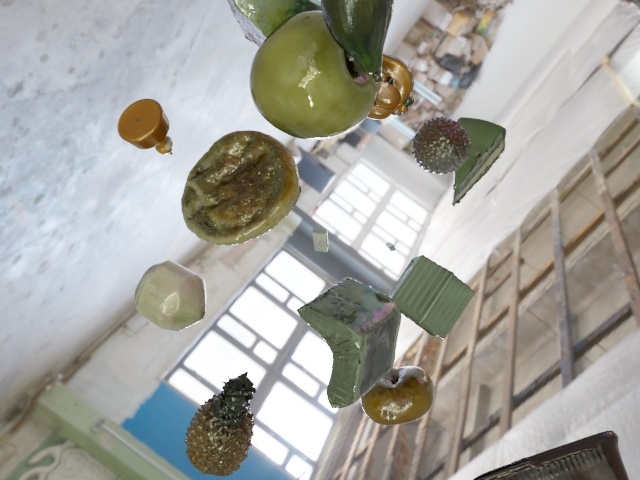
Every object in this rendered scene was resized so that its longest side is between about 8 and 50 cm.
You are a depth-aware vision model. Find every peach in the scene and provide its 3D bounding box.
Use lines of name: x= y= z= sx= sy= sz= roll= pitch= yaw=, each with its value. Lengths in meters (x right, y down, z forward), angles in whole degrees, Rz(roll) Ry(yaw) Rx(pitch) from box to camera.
peach: x=0.251 y=0.499 z=1.898 sx=0.250 sy=0.153 sz=0.251 roll=-16 pitch=-162 yaw=5

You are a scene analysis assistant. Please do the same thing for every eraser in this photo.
eraser: x=0.000 y=0.000 z=1.521 sx=0.083 sy=0.038 sz=0.019 roll=86 pitch=11 yaw=-54

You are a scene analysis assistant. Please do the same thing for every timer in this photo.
timer: x=-0.442 y=-0.281 z=1.547 sx=0.132 sy=0.132 sz=0.152 roll=-53 pitch=152 yaw=-9

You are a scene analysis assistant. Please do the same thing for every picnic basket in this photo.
picnic basket: x=0.435 y=0.481 z=1.092 sx=0.296 sy=0.129 sz=0.223 roll=-20 pitch=147 yaw=2

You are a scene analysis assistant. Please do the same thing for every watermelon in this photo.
watermelon: x=-0.107 y=-0.508 z=1.361 sx=0.193 sy=0.310 sz=0.232 roll=-51 pitch=-146 yaw=26

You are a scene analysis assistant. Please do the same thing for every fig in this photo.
fig: x=0.061 y=-0.330 z=0.893 sx=0.117 sy=0.117 sz=0.178 roll=-52 pitch=142 yaw=-43

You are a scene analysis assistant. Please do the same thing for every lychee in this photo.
lychee: x=0.331 y=-0.263 z=1.620 sx=0.165 sy=0.165 sz=0.197 roll=-53 pitch=-147 yaw=-2

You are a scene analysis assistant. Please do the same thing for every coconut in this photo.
coconut: x=-0.468 y=0.187 z=1.863 sx=0.224 sy=0.233 sz=0.224 roll=-60 pitch=174 yaw=-11

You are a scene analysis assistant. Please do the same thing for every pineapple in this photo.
pineapple: x=-0.263 y=0.506 z=1.632 sx=0.202 sy=0.201 sz=0.362 roll=-52 pitch=170 yaw=-49

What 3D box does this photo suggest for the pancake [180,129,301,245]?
pancake: x=-0.245 y=-0.160 z=1.705 sx=0.387 sy=0.386 sz=0.082 roll=-53 pitch=151 yaw=-8

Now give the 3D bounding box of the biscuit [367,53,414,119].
biscuit: x=0.156 y=-0.371 z=1.445 sx=0.170 sy=0.170 sz=0.050 roll=-55 pitch=-176 yaw=35

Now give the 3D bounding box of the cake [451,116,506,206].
cake: x=0.471 y=-0.271 z=1.957 sx=0.284 sy=0.172 sz=0.158 roll=-50 pitch=153 yaw=-11

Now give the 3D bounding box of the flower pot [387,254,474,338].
flower pot: x=0.343 y=0.178 z=1.843 sx=0.190 sy=0.209 sz=0.239 roll=-55 pitch=179 yaw=-3

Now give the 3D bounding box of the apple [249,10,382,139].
apple: x=-0.008 y=-0.324 z=1.166 sx=0.262 sy=0.262 sz=0.262 roll=-53 pitch=178 yaw=-2

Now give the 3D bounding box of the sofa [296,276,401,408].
sofa: x=0.064 y=0.237 z=1.360 sx=0.210 sy=0.175 sz=0.226 roll=-30 pitch=133 yaw=-46

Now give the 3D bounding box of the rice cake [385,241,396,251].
rice cake: x=0.251 y=0.022 z=2.081 sx=0.022 sy=0.022 sz=0.121 roll=-20 pitch=-174 yaw=2
